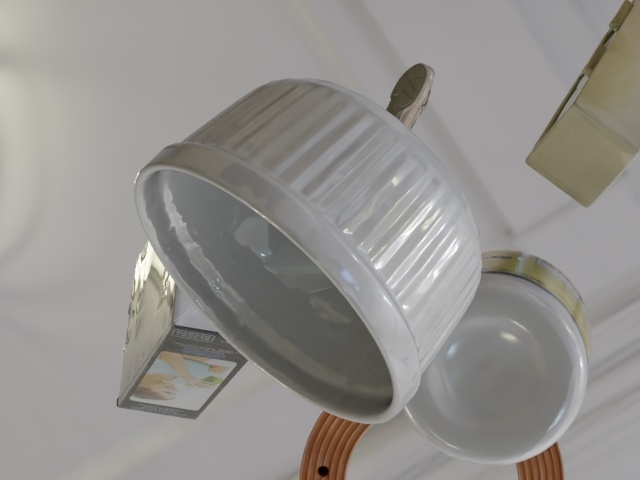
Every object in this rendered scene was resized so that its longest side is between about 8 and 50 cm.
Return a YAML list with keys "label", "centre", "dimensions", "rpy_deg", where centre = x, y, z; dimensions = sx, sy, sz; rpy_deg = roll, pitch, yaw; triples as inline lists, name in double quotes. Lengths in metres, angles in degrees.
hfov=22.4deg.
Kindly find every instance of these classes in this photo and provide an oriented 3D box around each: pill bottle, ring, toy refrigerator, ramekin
- label: "pill bottle"
  centre: [0.187, 0.109, 1.689]
  dimensions: [0.188, 0.188, 0.334]
  rpy_deg: [-32, 179, 12]
- label: "ring"
  centre: [0.141, 0.308, 2.047]
  dimensions: [0.337, 0.336, 0.032]
  rpy_deg: [-34, -176, 2]
- label: "toy refrigerator"
  centre: [0.318, -0.164, 1.732]
  dimensions: [0.269, 0.094, 0.102]
  rpy_deg: [-53, 179, -43]
- label: "ramekin"
  centre: [0.000, 0.000, 0.964]
  dimensions: [0.109, 0.207, 0.207]
  rpy_deg: [-45, -160, -23]

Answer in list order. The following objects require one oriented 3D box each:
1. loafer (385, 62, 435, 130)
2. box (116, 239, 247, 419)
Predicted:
- label: "loafer"
  centre: [0.106, -0.161, 1.950]
  dimensions: [0.125, 0.039, 0.045]
  rpy_deg: [-57, -135, 31]
- label: "box"
  centre: [-0.121, 0.054, 1.556]
  dimensions: [0.290, 0.087, 0.169]
  rpy_deg: [129, -32, -63]
